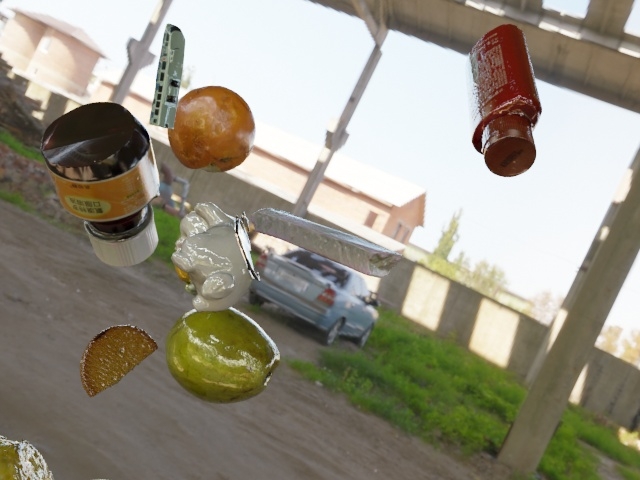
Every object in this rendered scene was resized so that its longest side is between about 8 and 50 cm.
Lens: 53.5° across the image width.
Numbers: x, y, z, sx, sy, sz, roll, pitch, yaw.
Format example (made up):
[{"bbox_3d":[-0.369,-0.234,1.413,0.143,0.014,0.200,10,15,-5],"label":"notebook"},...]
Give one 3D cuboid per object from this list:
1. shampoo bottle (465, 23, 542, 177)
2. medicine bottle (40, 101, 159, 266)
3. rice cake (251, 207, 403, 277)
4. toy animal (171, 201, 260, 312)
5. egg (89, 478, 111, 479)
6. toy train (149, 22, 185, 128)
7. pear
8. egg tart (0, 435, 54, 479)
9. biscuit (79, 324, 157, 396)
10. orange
[{"bbox_3d":[0.276,-0.217,0.967,0.076,0.118,0.314,33,39,-19],"label":"shampoo bottle"},{"bbox_3d":[-0.496,-0.113,1.532,0.242,0.242,0.395,26,-35,24],"label":"medicine bottle"},{"bbox_3d":[0.000,0.000,1.217,0.365,0.056,0.072,21,14,41],"label":"rice cake"},{"bbox_3d":[-0.203,0.032,1.246,0.154,0.209,0.325,-17,-3,0],"label":"toy animal"},{"bbox_3d":[-0.606,0.768,1.730,0.219,0.219,0.269,25,-30,36],"label":"egg"},{"bbox_3d":[-0.306,-0.332,1.283,0.047,0.208,0.043,12,5,35],"label":"toy train"},{"bbox_3d":[-0.261,0.302,1.680,0.307,0.253,0.253,18,-3,16],"label":"pear"},{"bbox_3d":[-0.674,0.548,1.383,0.341,0.132,0.341,62,-10,20],"label":"egg tart"},{"bbox_3d":[-0.497,0.273,1.526,0.025,0.206,0.126,-19,-75,47],"label":"biscuit"},{"bbox_3d":[-0.286,-0.294,1.691,0.240,0.240,0.240,26,-1,0],"label":"orange"}]
